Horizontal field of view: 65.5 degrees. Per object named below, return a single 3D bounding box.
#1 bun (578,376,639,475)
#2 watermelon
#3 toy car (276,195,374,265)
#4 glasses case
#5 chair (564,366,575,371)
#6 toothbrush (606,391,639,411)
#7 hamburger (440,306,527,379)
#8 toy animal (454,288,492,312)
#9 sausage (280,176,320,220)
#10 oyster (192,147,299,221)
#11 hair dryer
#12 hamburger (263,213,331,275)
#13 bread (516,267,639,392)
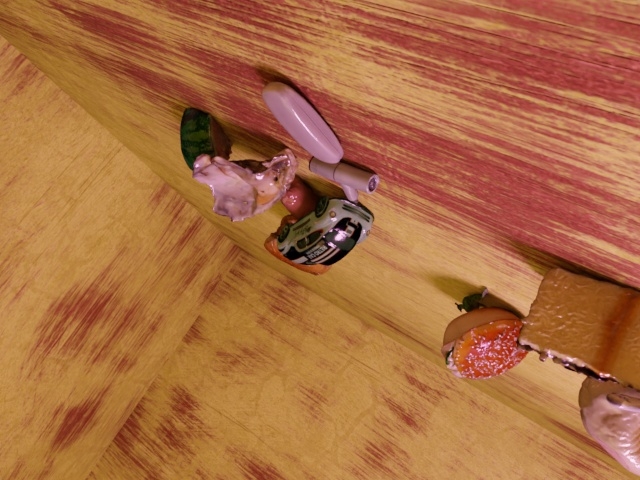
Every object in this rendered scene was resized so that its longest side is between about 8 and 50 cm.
[{"bbox_3d":[0.565,0.279,0.871,0.244,0.243,0.153,38,175,-21],"label":"bun"},{"bbox_3d":[-0.332,-0.280,1.325,0.231,0.128,0.146,25,149,42],"label":"watermelon"},{"bbox_3d":[0.000,0.000,1.263,0.136,0.125,0.306,26,144,-27],"label":"toy car"},{"bbox_3d":[-0.029,-0.207,0.892,0.076,0.049,0.197,20,163,48],"label":"glasses case"},{"bbox_3d":[0.573,0.240,1.057,0.102,0.084,0.212,33,170,-15],"label":"chair"},{"bbox_3d":[0.611,0.266,0.780,0.419,0.040,0.042,14,-170,-19],"label":"toothbrush"},{"bbox_3d":[0.419,0.261,1.255,0.237,0.147,0.236,-4,142,-3],"label":"hamburger"},{"bbox_3d":[0.415,0.167,1.291,0.075,0.041,0.217,34,164,5],"label":"toy animal"},{"bbox_3d":[-0.019,-0.071,1.355,0.086,0.086,0.289,23,166,43],"label":"sausage"},{"bbox_3d":[-0.189,-0.149,1.231,0.271,0.100,0.275,8,151,0],"label":"oyster"},{"bbox_3d":[0.075,-0.110,1.067,0.155,0.044,0.183,27,172,34],"label":"hair dryer"},{"bbox_3d":[-0.050,0.018,1.617,0.245,0.162,0.244,30,167,8],"label":"hamburger"},{"bbox_3d":[0.479,0.140,0.804,0.266,0.141,0.178,22,-156,26],"label":"bread"}]
